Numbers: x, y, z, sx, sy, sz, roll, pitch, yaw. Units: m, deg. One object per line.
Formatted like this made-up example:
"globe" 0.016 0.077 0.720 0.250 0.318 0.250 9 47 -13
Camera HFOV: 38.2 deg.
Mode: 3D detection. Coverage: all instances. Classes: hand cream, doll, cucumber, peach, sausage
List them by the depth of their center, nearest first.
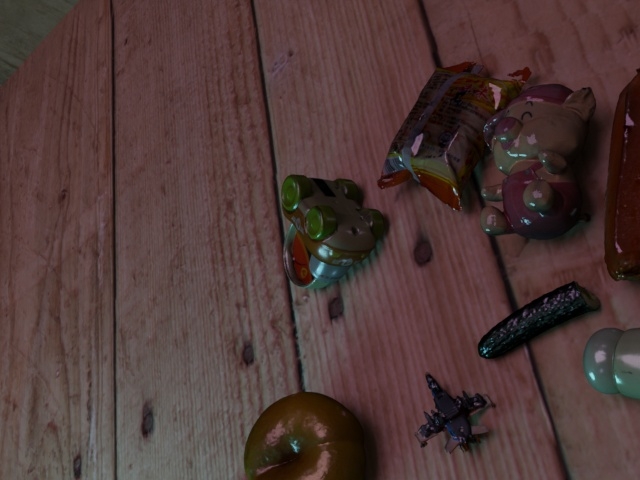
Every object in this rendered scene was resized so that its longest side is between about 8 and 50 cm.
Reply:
"hand cream" 0.493 0.165 1.201 0.306 0.093 0.147 -1 72 46
"sausage" 0.470 -0.096 1.359 0.102 0.102 0.330 -7 66 46
"cucumber" 0.327 0.128 1.436 0.214 0.052 0.058 -35 76 34
"doll" 0.341 -0.131 1.477 0.196 0.152 0.256 -4 63 33
"peach" -0.026 0.387 1.617 0.251 0.153 0.251 -21 62 45

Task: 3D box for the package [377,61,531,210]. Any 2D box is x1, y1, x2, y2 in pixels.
"package" 0.233 -0.203 1.669 0.223 0.108 0.288 22 85 49

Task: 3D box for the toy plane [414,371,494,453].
"toy plane" 0.201 0.265 1.494 0.135 0.062 0.188 -27 42 0

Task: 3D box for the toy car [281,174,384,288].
"toy car" 0.000 0.000 1.819 0.235 0.145 0.235 -6 82 58
